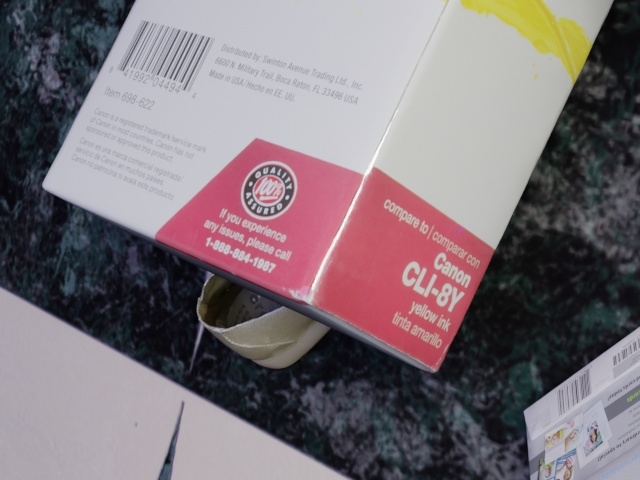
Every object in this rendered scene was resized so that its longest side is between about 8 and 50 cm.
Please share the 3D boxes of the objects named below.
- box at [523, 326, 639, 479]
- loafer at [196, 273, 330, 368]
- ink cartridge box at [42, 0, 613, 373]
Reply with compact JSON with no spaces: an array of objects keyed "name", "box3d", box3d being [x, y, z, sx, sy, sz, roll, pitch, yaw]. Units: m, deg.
[{"name":"box","box3d":[0.188,0.143,0.884,0.145,0.038,0.186,-43,26,33]},{"name":"loafer","box3d":[0.000,0.000,1.110,0.268,0.092,0.102,-52,53,27]},{"name":"ink cartridge box","box3d":[0.025,-0.145,0.993,0.279,0.160,0.385,22,84,44]}]
